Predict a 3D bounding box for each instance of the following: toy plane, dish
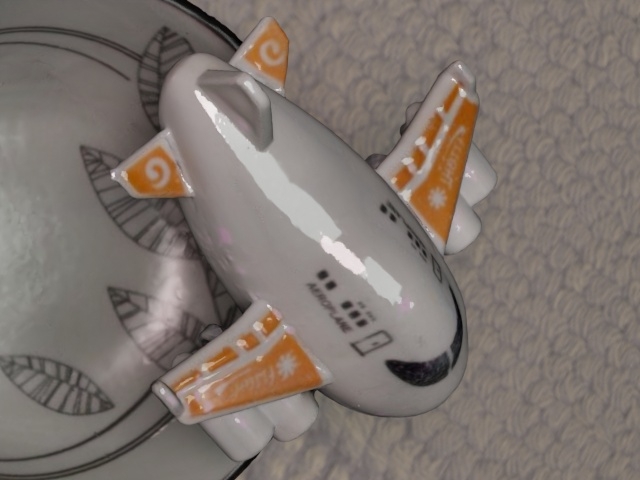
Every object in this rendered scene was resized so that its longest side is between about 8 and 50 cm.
[{"bbox_3d":[0.000,0.000,0.885,0.245,0.117,0.244,-3,95,-32],"label":"toy plane"},{"bbox_3d":[-0.153,0.009,0.924,0.316,0.106,0.316,-3,96,-31],"label":"dish"}]
